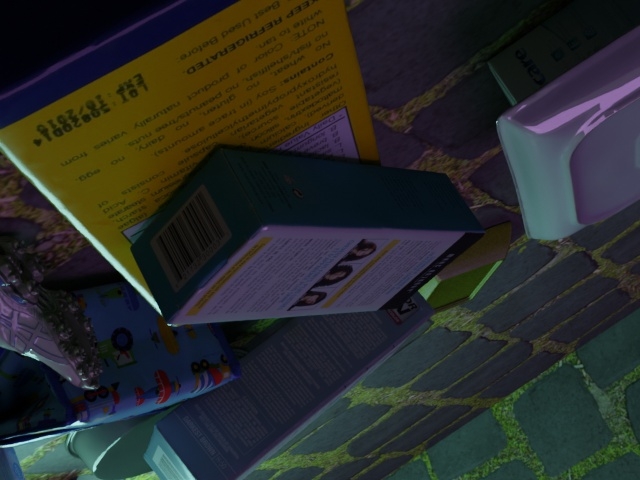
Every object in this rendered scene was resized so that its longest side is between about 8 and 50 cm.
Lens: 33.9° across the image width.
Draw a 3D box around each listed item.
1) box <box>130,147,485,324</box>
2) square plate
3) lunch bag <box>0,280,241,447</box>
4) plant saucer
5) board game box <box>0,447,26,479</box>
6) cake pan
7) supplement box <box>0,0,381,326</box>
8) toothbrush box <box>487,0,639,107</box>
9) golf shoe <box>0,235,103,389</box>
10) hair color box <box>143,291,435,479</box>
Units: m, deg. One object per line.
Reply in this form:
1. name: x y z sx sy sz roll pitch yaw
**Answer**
1. box: 0.002 0.000 0.701 0.100 0.060 0.244 -43 154 29
2. square plate: 0.356 -0.131 1.077 0.347 0.049 0.344 -32 156 4
3. lunch bag: -0.270 0.159 1.173 0.220 0.138 0.293 -10 163 -43
4. plant saucer: 0.199 0.061 1.618 0.188 0.045 0.188 -18 155 -29
5. board game box: -0.400 0.274 1.255 0.090 0.090 0.020 -39 155 20
6. cake pan: -0.216 0.255 1.498 0.293 0.054 0.293 -26 158 -11
7. supplement box: -0.098 -0.116 0.673 0.194 0.195 0.356 -29 157 -3
8. toothbrush box: 0.357 -0.199 1.161 0.295 0.126 0.216 -33 157 10
9. golf shoe: -0.271 0.077 0.971 0.086 0.069 0.176 -24 118 13
10. hair color box: -0.042 0.185 1.353 0.374 0.114 0.185 -36 170 -25
